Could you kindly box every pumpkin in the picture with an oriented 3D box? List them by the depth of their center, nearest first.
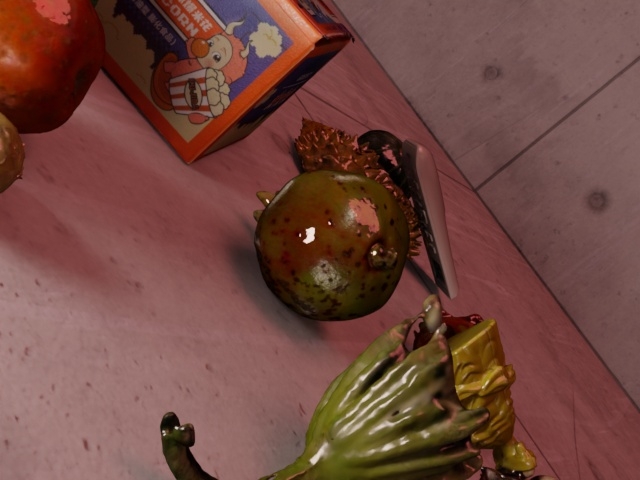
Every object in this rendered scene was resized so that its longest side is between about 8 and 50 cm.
[{"bbox_3d":[0.129,-0.144,1.898,0.167,0.125,0.167,42,20,-19],"label":"pumpkin"}]

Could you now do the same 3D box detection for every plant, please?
[{"bbox_3d":[-0.013,0.194,0.868,0.334,0.251,0.180,-6,26,-26],"label":"plant"}]

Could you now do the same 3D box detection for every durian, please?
[{"bbox_3d":[0.088,-0.091,1.702,0.341,0.112,0.191,48,14,-16],"label":"durian"}]

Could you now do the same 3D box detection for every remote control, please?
[{"bbox_3d":[0.221,-0.045,1.795,0.109,0.055,0.313,-125,-162,-72],"label":"remote control"}]

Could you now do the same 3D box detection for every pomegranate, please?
[{"bbox_3d":[0.003,-0.013,1.177,0.198,0.198,0.246,30,23,-49],"label":"pomegranate"}]

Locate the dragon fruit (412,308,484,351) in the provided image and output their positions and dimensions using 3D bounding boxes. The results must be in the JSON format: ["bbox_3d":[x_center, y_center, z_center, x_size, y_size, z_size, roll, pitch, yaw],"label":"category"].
[{"bbox_3d":[0.210,0.171,1.391,0.142,0.138,0.175,46,-6,-7],"label":"dragon fruit"}]

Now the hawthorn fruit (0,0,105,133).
[{"bbox_3d":[-0.289,-0.185,0.844,0.189,0.189,0.189,44,17,-18],"label":"hawthorn fruit"}]

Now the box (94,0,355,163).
[{"bbox_3d":[-0.167,-0.336,1.327,0.348,0.257,0.318,49,15,-2],"label":"box"}]

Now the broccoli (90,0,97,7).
[{"bbox_3d":[-0.334,-0.352,1.011,0.269,0.241,0.261,25,32,15],"label":"broccoli"}]

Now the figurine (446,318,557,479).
[{"bbox_3d":[0.238,0.280,1.215,0.315,0.187,0.168,57,27,3],"label":"figurine"}]

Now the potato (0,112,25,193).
[{"bbox_3d":[-0.301,-0.088,0.752,0.138,0.070,0.091,45,46,12],"label":"potato"}]
